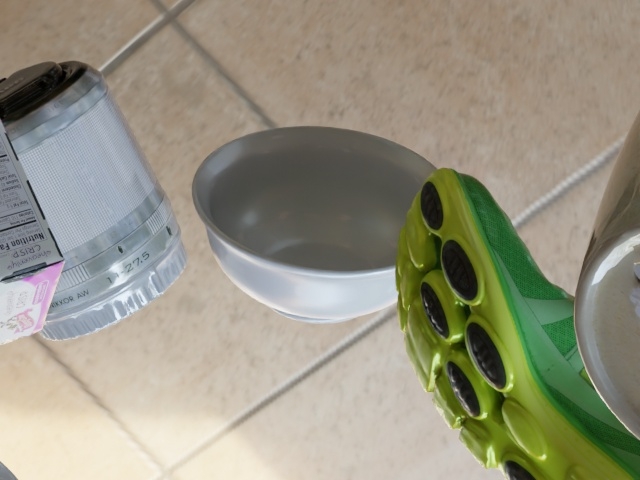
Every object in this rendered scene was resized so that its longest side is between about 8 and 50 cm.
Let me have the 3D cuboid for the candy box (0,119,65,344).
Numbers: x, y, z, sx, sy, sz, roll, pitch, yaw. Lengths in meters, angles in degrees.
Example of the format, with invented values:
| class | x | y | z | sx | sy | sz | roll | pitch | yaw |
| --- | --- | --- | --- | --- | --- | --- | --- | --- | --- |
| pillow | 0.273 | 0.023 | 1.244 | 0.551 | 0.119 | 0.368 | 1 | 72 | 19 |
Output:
| class | x | y | z | sx | sy | sz | roll | pitch | yaw |
| --- | --- | --- | --- | --- | --- | --- | --- | --- | --- |
| candy box | -0.305 | -0.040 | 1.193 | 0.233 | 0.071 | 0.159 | 64 | 153 | 15 |

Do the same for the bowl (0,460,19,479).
| class | x | y | z | sx | sy | sz | roll | pitch | yaw |
| --- | --- | --- | --- | --- | --- | --- | --- | --- | --- |
| bowl | -0.237 | 0.185 | 0.893 | 0.080 | 0.170 | 0.170 | -42 | 100 | 8 |

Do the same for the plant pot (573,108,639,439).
| class | x | y | z | sx | sy | sz | roll | pitch | yaw |
| --- | --- | --- | --- | --- | --- | --- | --- | --- | --- |
| plant pot | 0.240 | -0.012 | 0.655 | 0.256 | 0.274 | 0.256 | 21 | 127 | 31 |

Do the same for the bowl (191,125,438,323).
| class | x | y | z | sx | sy | sz | roll | pitch | yaw |
| --- | --- | --- | --- | --- | --- | --- | --- | --- | --- |
| bowl | 0.000 | 0.000 | 1.558 | 0.298 | 0.298 | 0.134 | 11 | 124 | 6 |

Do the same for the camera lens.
| class | x | y | z | sx | sy | sz | roll | pitch | yaw |
| --- | --- | --- | --- | --- | --- | --- | --- | --- | --- |
| camera lens | -0.300 | -0.052 | 1.587 | 0.219 | 0.219 | 0.274 | -19 | 113 | 18 |

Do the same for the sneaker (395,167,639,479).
| class | x | y | z | sx | sy | sz | roll | pitch | yaw |
| --- | --- | --- | --- | --- | --- | --- | --- | --- | --- |
| sneaker | 0.147 | 0.085 | 0.789 | 0.295 | 0.123 | 0.109 | 56 | 146 | 11 |
